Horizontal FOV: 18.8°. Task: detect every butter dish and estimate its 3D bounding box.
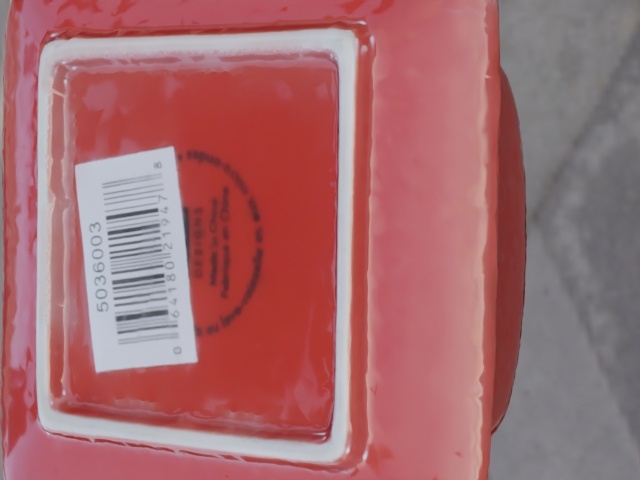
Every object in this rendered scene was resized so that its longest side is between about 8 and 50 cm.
[{"bbox_3d":[0.000,0.000,0.524,0.159,0.118,0.160,2,93,35],"label":"butter dish"}]
